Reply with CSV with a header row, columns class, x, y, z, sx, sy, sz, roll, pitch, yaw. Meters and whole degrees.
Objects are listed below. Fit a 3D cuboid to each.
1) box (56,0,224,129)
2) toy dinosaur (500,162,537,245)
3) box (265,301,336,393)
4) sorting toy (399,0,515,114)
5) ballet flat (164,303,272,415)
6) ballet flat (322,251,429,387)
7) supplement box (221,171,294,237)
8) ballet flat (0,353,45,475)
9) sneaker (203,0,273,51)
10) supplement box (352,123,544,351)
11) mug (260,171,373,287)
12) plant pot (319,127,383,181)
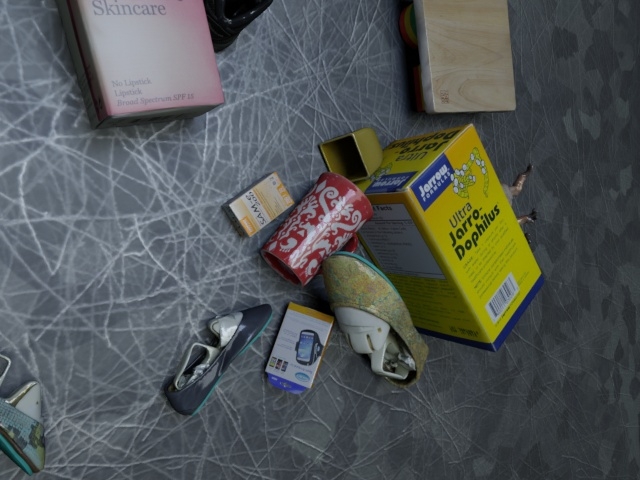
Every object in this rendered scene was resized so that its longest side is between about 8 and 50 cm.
class,x,y,z,sx,sy,sz,roll,pitch,yaw
box,-0.232,-0.270,0.581,0.149,0.127,0.232,-18,104,-31
toy dinosaur,0.329,-0.057,0.969,0.127,0.200,0.295,-74,165,-55
box,-0.034,0.178,0.762,0.028,0.081,0.136,55,54,-74
sorting toy,0.275,-0.385,0.947,0.257,0.089,0.255,-12,97,-33
ballet flat,-0.153,0.160,0.687,0.074,0.074,0.203,49,68,-25
ballet flat,0.096,0.155,0.781,0.123,0.123,0.348,-57,137,-19
supplement box,-0.098,-0.057,0.735,0.098,0.036,0.062,-41,112,-26
ballet flat,-0.383,0.177,0.536,0.221,0.077,0.079,55,44,-22
sneaker,-0.098,-0.389,0.675,0.087,0.130,0.227,37,69,-31
supplement box,0.226,-0.001,0.860,0.195,0.194,0.356,-44,114,-25
mug,0.003,-0.002,0.761,0.150,0.113,0.169,48,70,-17
plant pot,0.064,-0.157,0.820,0.083,0.081,0.081,-39,112,-40
